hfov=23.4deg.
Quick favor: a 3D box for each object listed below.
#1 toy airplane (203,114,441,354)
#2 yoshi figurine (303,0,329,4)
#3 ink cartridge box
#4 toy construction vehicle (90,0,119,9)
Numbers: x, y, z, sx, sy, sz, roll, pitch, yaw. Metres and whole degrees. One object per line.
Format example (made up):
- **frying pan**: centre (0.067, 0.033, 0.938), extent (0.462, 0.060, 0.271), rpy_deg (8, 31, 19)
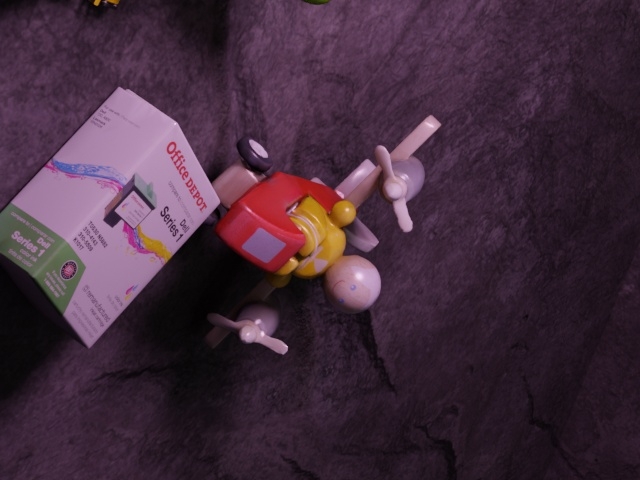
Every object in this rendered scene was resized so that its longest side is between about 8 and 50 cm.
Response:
- **toy airplane**: centre (0.000, 0.000, 2.322), extent (0.384, 0.272, 0.386), rpy_deg (-29, 158, -24)
- **yoshi figurine**: centre (-0.089, -0.418, 1.889), extent (0.203, 0.203, 0.362), rpy_deg (-37, 144, -4)
- **ink cartridge box**: centre (-0.283, -0.030, 2.036), extent (0.278, 0.117, 0.201), rpy_deg (-49, 149, -16)
- **toy construction vehicle**: centre (-0.267, -0.329, 1.873), extent (0.086, 0.035, 0.098), rpy_deg (-63, 158, 11)
